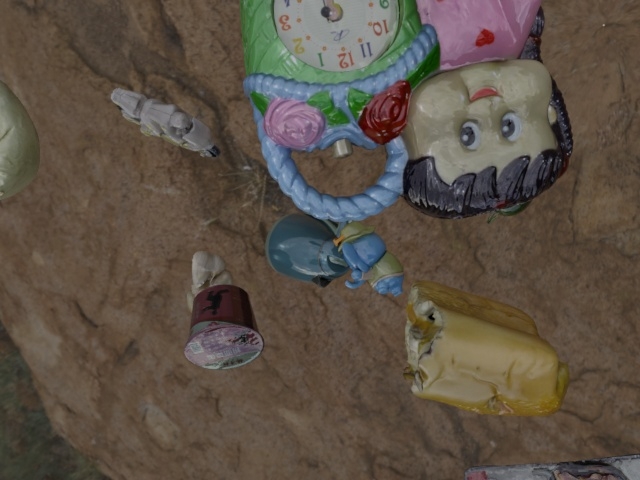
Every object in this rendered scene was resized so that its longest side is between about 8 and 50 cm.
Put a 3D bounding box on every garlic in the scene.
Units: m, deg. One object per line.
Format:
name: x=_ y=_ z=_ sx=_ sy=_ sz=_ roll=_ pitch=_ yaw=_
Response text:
garlic: x=-0.403 y=0.188 z=2.078 sx=0.185 sy=0.203 sz=0.280 roll=12 pitch=116 yaw=-5

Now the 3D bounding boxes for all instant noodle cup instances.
instant noodle cup: x=-0.293 y=0.257 z=1.687 sx=0.235 sy=0.178 sz=0.234 roll=-7 pitch=137 yaw=-6

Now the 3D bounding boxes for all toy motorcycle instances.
toy motorcycle: x=-0.449 y=-0.345 z=1.647 sx=0.341 sy=0.223 sz=0.107 roll=26 pitch=81 yaw=-10

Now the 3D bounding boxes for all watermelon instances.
watermelon: x=0.541 y=-0.129 z=1.637 sx=0.141 sy=0.141 sz=0.187 roll=39 pitch=93 yaw=9

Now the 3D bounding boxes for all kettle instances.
kettle: x=0.000 y=0.000 z=1.950 sx=0.342 sy=0.247 sz=0.319 roll=11 pitch=82 yaw=58

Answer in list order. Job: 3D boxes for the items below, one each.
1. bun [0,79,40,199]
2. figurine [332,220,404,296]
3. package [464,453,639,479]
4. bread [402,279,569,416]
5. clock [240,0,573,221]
bun: x=-0.614 y=-0.175 z=0.975 sx=0.230 sy=0.145 sz=0.229 roll=11 pitch=118 yaw=22
figurine: x=0.148 y=0.061 z=1.707 sx=0.261 sy=0.180 sz=0.154 roll=63 pitch=156 yaw=15
package: x=0.313 y=0.359 z=0.703 sx=0.239 sy=0.030 sz=0.154 roll=-17 pitch=70 yaw=27
bread: x=0.379 y=0.284 z=1.327 sx=0.395 sy=0.361 sz=0.250 roll=17 pitch=103 yaw=-1
clock: x=0.050 y=-0.104 z=0.343 sx=0.194 sy=0.100 sz=0.195 roll=-15 pitch=95 yaw=-1
